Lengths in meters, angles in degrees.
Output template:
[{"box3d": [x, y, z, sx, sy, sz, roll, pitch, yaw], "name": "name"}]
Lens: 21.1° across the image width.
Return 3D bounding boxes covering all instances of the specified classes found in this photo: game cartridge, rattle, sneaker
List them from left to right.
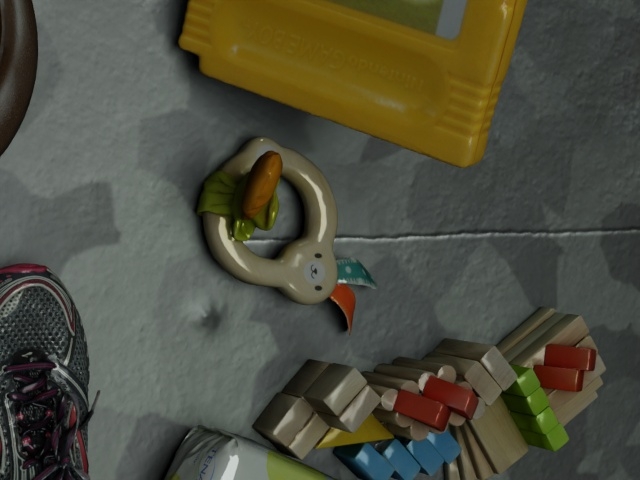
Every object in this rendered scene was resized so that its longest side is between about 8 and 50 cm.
[{"box3d": [-0.225, 0.167, 1.381, 0.121, 0.112, 0.299, -4, 93, -28], "name": "sneaker"}, {"box3d": [0.000, 0.000, 1.482, 0.200, 0.143, 0.130, 51, 52, -14], "name": "rattle"}, {"box3d": [0.039, -0.253, 1.380, 0.052, 0.285, 0.324, -18, 126, -62], "name": "game cartridge"}]

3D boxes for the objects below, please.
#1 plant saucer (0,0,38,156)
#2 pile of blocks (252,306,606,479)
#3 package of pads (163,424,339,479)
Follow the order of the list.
[{"box3d": [-0.352, -0.170, 1.295, 0.310, 0.050, 0.311, 7, 75, -28], "name": "plant saucer"}, {"box3d": [0.126, 0.161, 1.565, 0.362, 0.112, 0.149, -10, 97, -27], "name": "pile of blocks"}, {"box3d": [-0.067, 0.330, 1.478, 0.229, 0.101, 0.296, 28, 78, -27], "name": "package of pads"}]
